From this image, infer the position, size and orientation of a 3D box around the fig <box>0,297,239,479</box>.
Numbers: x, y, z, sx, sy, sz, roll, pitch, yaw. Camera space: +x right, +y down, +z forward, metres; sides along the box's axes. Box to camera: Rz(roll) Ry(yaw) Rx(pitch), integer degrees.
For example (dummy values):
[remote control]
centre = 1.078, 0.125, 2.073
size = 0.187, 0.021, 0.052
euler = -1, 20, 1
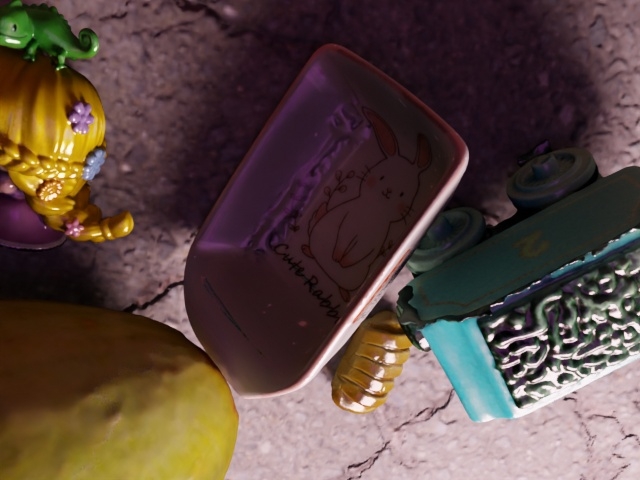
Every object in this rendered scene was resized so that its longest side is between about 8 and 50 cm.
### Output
[fig]
centre = -0.212, 0.154, 0.558
size = 0.326, 0.258, 0.258
euler = -18, 113, -13

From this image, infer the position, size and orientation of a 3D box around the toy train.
[toy train]
centre = 0.150, 0.025, 0.590
size = 0.203, 0.163, 0.112
euler = -31, 113, 6

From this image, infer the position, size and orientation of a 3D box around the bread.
[bread]
centre = 0.042, 0.097, 0.675
size = 0.049, 0.033, 0.088
euler = 22, 107, -20

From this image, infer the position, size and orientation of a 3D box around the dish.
[dish]
centre = 0.000, 0.000, 0.592
size = 0.064, 0.154, 0.234
euler = 18, 112, -50

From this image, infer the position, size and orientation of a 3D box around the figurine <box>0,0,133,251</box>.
[figurine]
centre = -0.165, -0.067, 0.553
size = 0.115, 0.095, 0.156
euler = 18, 113, -1
